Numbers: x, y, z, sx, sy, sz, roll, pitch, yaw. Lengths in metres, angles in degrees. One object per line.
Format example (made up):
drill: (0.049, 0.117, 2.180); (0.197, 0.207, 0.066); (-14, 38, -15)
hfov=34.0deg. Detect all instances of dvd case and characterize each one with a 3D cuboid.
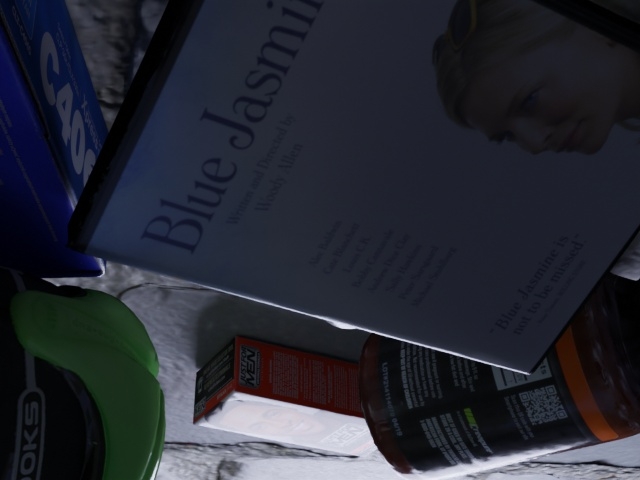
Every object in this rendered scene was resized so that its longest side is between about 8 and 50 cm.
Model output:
dvd case: (0.042, -0.037, 0.455); (0.253, 0.022, 0.180); (17, 118, -26)

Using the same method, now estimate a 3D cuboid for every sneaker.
sneaker: (-0.309, 0.125, 0.468); (0.482, 0.185, 0.202); (-30, 143, 8)

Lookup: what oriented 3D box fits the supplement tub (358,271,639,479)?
supplement tub: (0.129, 0.078, 0.631); (0.197, 0.106, 0.106); (-19, 144, 27)

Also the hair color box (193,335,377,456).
hair color box: (-0.012, 0.113, 0.741); (0.141, 0.043, 0.072); (16, 145, -24)

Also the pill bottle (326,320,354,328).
pill bottle: (0.000, 0.000, 0.541); (0.065, 0.065, 0.116); (-12, 146, 17)

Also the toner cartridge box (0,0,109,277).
toner cartridge box: (-0.187, -0.101, 0.366); (0.165, 0.075, 0.348); (-2, 148, 0)
